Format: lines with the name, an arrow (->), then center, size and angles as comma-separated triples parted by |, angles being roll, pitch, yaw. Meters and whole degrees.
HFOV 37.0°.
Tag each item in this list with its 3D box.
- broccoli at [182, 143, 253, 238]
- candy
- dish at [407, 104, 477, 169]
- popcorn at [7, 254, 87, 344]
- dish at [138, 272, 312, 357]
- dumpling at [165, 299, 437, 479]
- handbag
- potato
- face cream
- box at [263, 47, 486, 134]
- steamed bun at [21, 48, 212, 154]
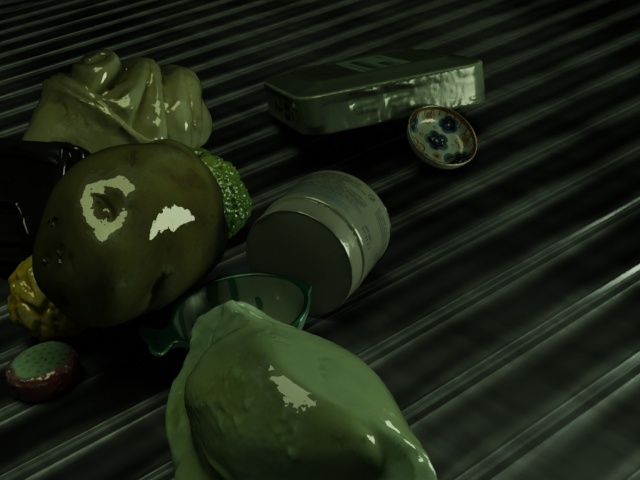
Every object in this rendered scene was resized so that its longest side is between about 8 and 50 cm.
broccoli -> -0.262, -0.092, 1.659 | 0.302, 0.186, 0.254 | 24, 49, 36
candy -> -0.387, 0.182, 1.336 | 0.103, 0.043, 0.103 | -8, 30, 5
dish -> 0.220, -0.180, 1.830 | 0.141, 0.078, 0.141 | 9, 57, -15
popcorn -> -0.395, 0.081, 1.433 | 0.148, 0.152, 0.167 | 44, 23, 16
dish -> -0.121, 0.129, 1.330 | 0.246, 0.078, 0.224 | -19, 30, -21
dumpling -> -0.049, 0.198, 1.054 | 0.270, 0.211, 0.321 | -19, 19, -13
handbag -> -0.532, -0.062, 1.655 | 0.275, 0.244, 0.088 | 7, -10, 22
potato -> -0.259, -0.018, 1.347 | 0.221, 0.243, 0.326 | 13, 31, 27
face cream -> 0.000, 0.000, 1.433 | 0.177, 0.177, 0.153 | 8, 30, 27
box -> 0.100, -0.319, 2.005 | 0.397, 0.111, 0.396 | -13, 17, -12
steamed bun -> -0.397, -0.245, 1.847 | 0.352, 0.247, 0.339 | -19, 6, 8
